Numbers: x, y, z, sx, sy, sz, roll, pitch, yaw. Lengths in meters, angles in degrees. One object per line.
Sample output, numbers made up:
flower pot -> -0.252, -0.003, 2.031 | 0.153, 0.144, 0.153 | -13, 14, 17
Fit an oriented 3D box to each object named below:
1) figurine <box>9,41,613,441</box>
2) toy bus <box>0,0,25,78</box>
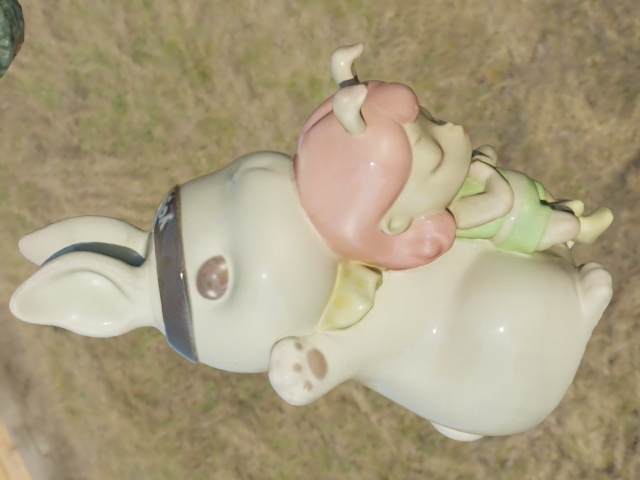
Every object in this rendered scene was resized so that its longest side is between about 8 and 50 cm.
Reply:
figurine -> 0.000, -0.005, 0.360 | 0.081, 0.146, 0.098 | -131, 61, -72
toy bus -> -0.248, 0.001, 0.501 | 0.123, 0.335, 0.121 | 35, -141, -21
